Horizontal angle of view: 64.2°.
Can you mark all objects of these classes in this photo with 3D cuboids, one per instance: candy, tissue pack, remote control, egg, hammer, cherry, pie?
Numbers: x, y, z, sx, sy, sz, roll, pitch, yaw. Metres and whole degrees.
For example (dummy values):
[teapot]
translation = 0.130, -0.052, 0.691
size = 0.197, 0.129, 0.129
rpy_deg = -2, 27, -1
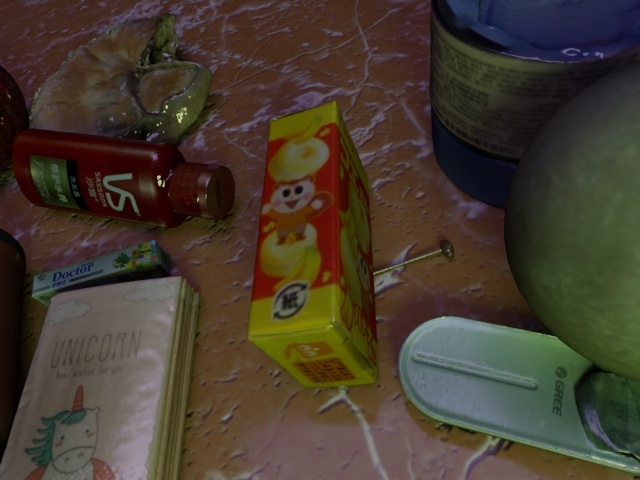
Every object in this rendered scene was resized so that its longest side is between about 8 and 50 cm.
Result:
[candy]
translation = 0.000, 0.000, 0.543
size = 0.088, 0.146, 0.276
rpy_deg = -11, 55, 18
[tissue pack]
translation = -0.223, 0.193, 0.511
size = 0.170, 0.071, 0.325
rpy_deg = -9, 55, 9
[remote control]
translation = 0.194, 0.136, 0.464
size = 0.247, 0.052, 0.104
rpy_deg = 10, 60, 19
[egg]
translation = 0.294, -0.017, 0.396
size = 0.352, 0.258, 0.258
rpy_deg = -10, 47, -34
[hammer]
translation = 0.094, 0.027, 0.589
size = 0.123, 0.014, 0.029
rpy_deg = -19, 41, 3
[cherry]
translation = -0.559, -0.210, 0.802
size = 0.175, 0.192, 0.249
rpy_deg = -3, 47, -24
[pie]
translation = -0.337, -0.246, 0.844
size = 0.337, 0.075, 0.337
rpy_deg = -8, 58, 13

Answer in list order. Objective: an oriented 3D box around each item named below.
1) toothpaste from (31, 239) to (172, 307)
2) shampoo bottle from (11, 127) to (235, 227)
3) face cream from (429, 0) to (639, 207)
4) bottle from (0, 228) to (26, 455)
[toothpaste]
translation = -0.273, 0.043, 0.643
size = 0.164, 0.046, 0.034
rpy_deg = -17, 57, 1
[shampoo bottle]
translation = -0.269, -0.081, 0.688
size = 0.314, 0.118, 0.076
rpy_deg = 10, 25, 19
[face cream]
translation = 0.250, -0.193, 0.575
size = 0.249, 0.225, 0.249
rpy_deg = -6, 56, 9
[bottle]
translation = -0.406, 0.141, 0.547
size = 0.144, 0.144, 0.336
rpy_deg = -20, 54, -1
